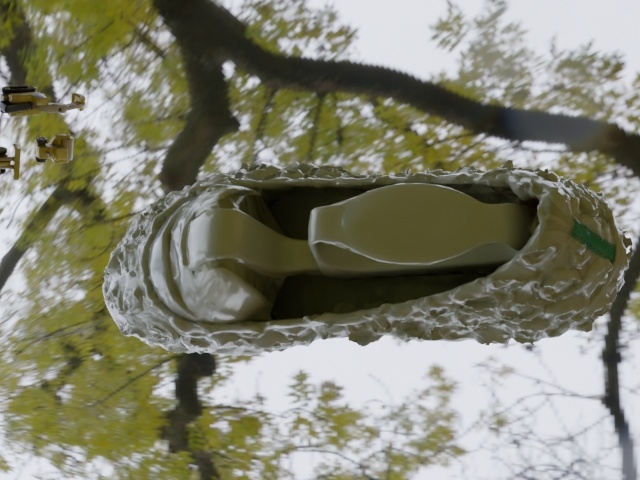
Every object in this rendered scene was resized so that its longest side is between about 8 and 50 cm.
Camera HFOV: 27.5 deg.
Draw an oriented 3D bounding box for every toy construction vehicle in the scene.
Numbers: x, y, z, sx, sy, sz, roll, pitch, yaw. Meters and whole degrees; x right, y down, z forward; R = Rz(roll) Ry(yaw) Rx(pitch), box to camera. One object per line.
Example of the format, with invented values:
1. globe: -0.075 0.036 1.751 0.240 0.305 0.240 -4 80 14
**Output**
1. toy construction vehicle: -0.266 -0.097 1.206 0.098 0.035 0.085 -5 -64 -37

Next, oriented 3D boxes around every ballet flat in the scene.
1. ballet flat: 0.000 0.000 0.892 0.147 0.409 0.147 20 -112 -62
